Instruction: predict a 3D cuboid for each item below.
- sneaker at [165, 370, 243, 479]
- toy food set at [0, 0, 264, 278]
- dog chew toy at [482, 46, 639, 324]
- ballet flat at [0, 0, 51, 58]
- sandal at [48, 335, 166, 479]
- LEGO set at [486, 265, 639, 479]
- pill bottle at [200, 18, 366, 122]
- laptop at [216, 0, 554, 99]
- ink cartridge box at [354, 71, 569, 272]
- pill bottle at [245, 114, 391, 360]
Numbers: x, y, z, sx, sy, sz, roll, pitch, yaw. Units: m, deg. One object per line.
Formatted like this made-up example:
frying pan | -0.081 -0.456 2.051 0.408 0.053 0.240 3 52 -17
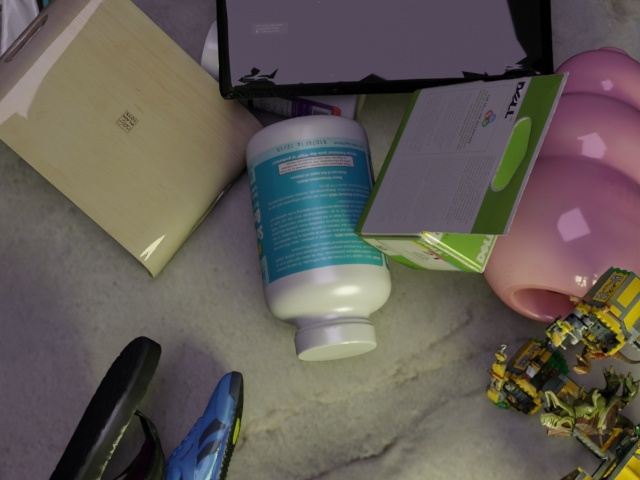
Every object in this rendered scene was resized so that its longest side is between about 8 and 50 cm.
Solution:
sneaker | -0.141 0.243 1.582 0.082 0.069 0.209 13 76 9
toy food set | -0.236 -0.135 1.638 0.306 0.092 0.219 42 79 -14
dog chew toy | 0.300 -0.073 1.592 0.207 0.206 0.331 16 68 6
ballet flat | -0.374 -0.312 1.718 0.139 0.139 0.400 -7 78 0
sandal | -0.256 0.321 1.539 0.107 0.167 0.445 24 83 -17
LEGO set | 0.277 0.199 1.455 0.255 0.331 0.192 46 63 -1
pill bottle | -0.041 -0.204 1.680 0.193 0.108 0.108 15 76 6
laptop | 0.068 -0.365 1.699 0.382 0.236 0.408 -2 88 0
ink cartridge box | 0.172 -0.066 1.472 0.097 0.255 0.188 31 75 -29
pill bottle | 0.000 0.000 1.603 0.146 0.146 0.264 -8 74 0
